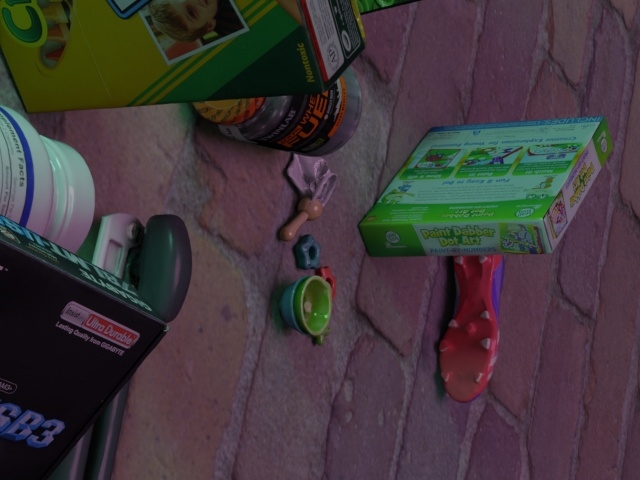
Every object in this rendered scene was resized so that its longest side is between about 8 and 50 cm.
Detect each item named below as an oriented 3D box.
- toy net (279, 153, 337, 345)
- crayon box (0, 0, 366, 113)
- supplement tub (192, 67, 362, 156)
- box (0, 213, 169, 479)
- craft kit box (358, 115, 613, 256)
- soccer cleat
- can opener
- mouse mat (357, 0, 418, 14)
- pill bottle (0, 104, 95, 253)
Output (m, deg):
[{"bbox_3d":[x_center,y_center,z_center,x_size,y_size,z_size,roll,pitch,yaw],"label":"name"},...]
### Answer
[{"bbox_3d":[0.000,0.000,1.739,0.122,0.045,0.232,23,68,-54],"label":"toy net"},{"bbox_3d":[-0.160,-0.292,1.248,0.106,0.313,0.363,-52,132,-49],"label":"crayon box"},{"bbox_3d":[-0.048,-0.157,1.610,0.190,0.117,0.117,7,81,-57],"label":"supplement tub"},{"bbox_3d":[-0.300,0.112,1.096,0.293,0.073,0.295,-49,141,5],"label":"box"},{"bbox_3d":[0.210,-0.068,1.884,0.246,0.250,0.061,-48,128,-47],"label":"craft kit box"},{"bbox_3d":[0.214,0.100,2.038,0.095,0.083,0.248,30,60,-58],"label":"soccer cleat"},{"bbox_3d":[-0.187,0.106,1.393,0.076,0.095,0.283,33,60,-51],"label":"can opener"},{"bbox_3d":[0.039,-0.356,1.748,0.007,0.152,0.190,-95,171,-71],"label":"mouse mat"},{"bbox_3d":[-0.306,-0.042,1.168,0.272,0.152,0.152,9,80,-58],"label":"pill bottle"}]
